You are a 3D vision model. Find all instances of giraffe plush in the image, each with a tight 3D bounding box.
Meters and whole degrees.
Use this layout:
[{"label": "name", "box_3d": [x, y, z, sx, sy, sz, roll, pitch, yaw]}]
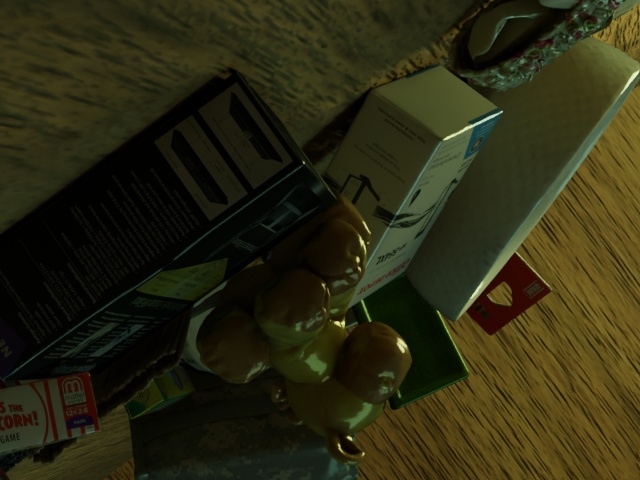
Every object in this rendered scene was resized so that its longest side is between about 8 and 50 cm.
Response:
[{"label": "giraffe plush", "box_3d": [-0.003, 0.091, 1.534, 0.210, 0.170, 0.181, -29, -162, 49]}]

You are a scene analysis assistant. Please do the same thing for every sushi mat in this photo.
[{"label": "sushi mat", "box_3d": [-0.164, 0.084, 1.597, 0.151, 0.019, 0.316, -37, -167, 11]}]

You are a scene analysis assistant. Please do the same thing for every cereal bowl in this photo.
[{"label": "cereal bowl", "box_3d": [0.190, -0.086, 2.004, 0.339, 0.141, 0.339, -53, 174, -8]}]

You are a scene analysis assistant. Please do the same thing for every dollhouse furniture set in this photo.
[{"label": "dollhouse furniture set", "box_3d": [-0.002, 0.159, 2.265, 0.302, 0.151, 0.197, -24, 178, -9]}]

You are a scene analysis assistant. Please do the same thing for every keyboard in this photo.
[{"label": "keyboard", "box_3d": [-0.340, 0.237, 2.314, 0.180, 0.023, 0.108, -36, 175, 7]}]

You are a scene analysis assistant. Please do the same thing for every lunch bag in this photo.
[{"label": "lunch bag", "box_3d": [-0.089, 0.178, 2.029, 0.235, 0.287, 0.169, -9, 128, -4]}]

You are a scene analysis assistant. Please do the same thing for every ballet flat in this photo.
[{"label": "ballet flat", "box_3d": [0.190, -0.199, 1.587, 0.077, 0.091, 0.241, -4, 152, -35]}]

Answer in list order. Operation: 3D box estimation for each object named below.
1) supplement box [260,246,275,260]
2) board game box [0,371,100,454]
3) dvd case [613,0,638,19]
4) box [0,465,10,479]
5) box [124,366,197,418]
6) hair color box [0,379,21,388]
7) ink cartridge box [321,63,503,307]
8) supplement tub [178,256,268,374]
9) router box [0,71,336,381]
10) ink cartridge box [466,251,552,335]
[{"label": "supplement box", "box_3d": [-0.056, -0.010, 1.791, 0.043, 0.055, 0.083, -36, 175, -16]}, {"label": "board game box", "box_3d": [-0.266, 0.136, 1.299, 0.147, 0.045, 0.193, -8, 174, -41]}, {"label": "dvd case", "box_3d": [0.373, -0.307, 2.043, 0.239, 0.029, 0.179, -39, 174, 37]}, {"label": "box", "box_3d": [-0.426, 0.358, 2.130, 0.142, 0.154, 0.300, -33, 173, -29]}, {"label": "box", "box_3d": [-0.179, 0.117, 1.839, 0.043, 0.105, 0.179, -30, 176, 9]}, {"label": "hair color box", "box_3d": [-0.324, 0.154, 1.586, 0.141, 0.043, 0.072, -36, 176, 3]}, {"label": "ink cartridge box", "box_3d": [0.063, -0.049, 1.739, 0.148, 0.086, 0.203, -29, 152, -58]}, {"label": "supplement tub", "box_3d": [-0.098, 0.071, 1.791, 0.117, 0.117, 0.190, -34, -173, -15]}, {"label": "router box", "box_3d": [-0.116, -0.001, 1.350, 0.243, 0.081, 0.309, -36, 175, 1]}, {"label": "ink cartridge box", "box_3d": [0.154, 0.023, 2.380, 0.060, 0.239, 0.275, -40, 176, -18]}]
